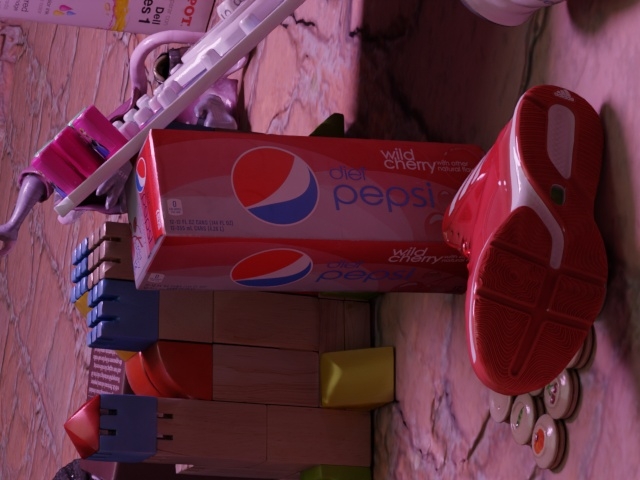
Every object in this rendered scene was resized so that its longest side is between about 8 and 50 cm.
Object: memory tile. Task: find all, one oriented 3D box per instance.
[{"bbox_3d":[0.151,0.071,1.218,0.113,0.012,0.148,-127,46,-65],"label":"memory tile"}]

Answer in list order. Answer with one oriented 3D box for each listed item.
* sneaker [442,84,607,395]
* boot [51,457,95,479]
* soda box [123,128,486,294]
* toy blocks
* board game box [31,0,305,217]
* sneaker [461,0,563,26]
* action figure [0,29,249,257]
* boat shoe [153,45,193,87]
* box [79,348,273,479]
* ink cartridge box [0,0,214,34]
[{"bbox_3d":[0.127,0.018,1.184,0.128,0.087,0.221,125,166,-59],"label":"sneaker"},{"bbox_3d":[-0.250,0.301,1.888,0.131,0.348,0.260,-38,35,10],"label":"boot"},{"bbox_3d":[-0.004,-0.018,1.306,0.083,0.263,0.092,123,142,-54],"label":"soda box"},{"bbox_3d":[-0.095,0.052,1.549,0.191,0.261,0.381,146,127,-63],"label":"toy blocks"},{"bbox_3d":[-0.083,-0.175,1.473,0.390,0.050,0.390,-42,9,-4],"label":"board game box"},{"bbox_3d":[0.165,-0.294,1.202,0.129,0.111,0.297,0,88,56],"label":"sneaker"},{"bbox_3d":[-0.251,-0.099,2.114,0.370,0.248,0.275,176,101,-69],"label":"action figure"},{"bbox_3d":[-0.187,-0.217,2.269,0.152,0.049,0.056,145,129,-67],"label":"boat shoe"},{"bbox_3d":[-0.138,0.145,1.816,0.168,0.167,0.203,179,97,-71],"label":"box"},{"bbox_3d":[-0.256,-0.365,2.172,0.117,0.278,0.201,-110,31,-47],"label":"ink cartridge box"}]
